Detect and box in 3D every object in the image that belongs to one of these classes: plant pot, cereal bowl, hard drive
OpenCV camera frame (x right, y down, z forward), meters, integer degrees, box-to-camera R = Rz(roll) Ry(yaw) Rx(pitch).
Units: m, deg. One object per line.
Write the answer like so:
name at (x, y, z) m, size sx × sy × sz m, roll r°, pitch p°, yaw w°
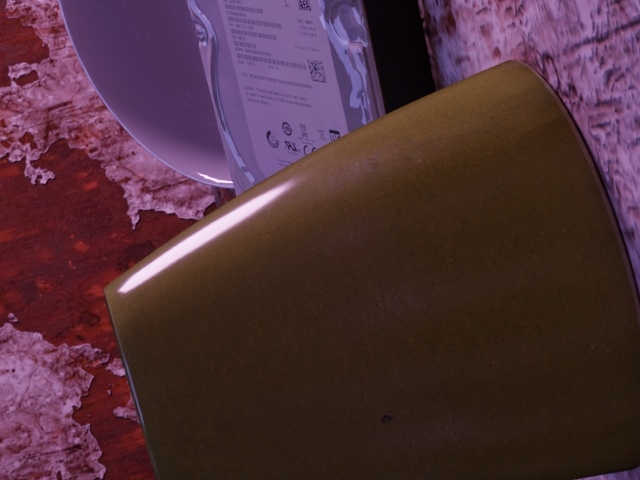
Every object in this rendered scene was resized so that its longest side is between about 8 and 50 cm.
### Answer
plant pot at (0.021, 0.057, 1.152) m, size 0.275 × 0.293 × 0.275 m, roll 163°, pitch 90°, yaw -83°
cereal bowl at (-0.086, -0.227, 1.673) m, size 0.339 × 0.141 × 0.339 m, roll 26°, pitch 133°, yaw 33°
hard drive at (-0.011, -0.155, 1.461) m, size 0.237 × 0.064 × 0.339 m, roll 16°, pitch 125°, yaw 48°
